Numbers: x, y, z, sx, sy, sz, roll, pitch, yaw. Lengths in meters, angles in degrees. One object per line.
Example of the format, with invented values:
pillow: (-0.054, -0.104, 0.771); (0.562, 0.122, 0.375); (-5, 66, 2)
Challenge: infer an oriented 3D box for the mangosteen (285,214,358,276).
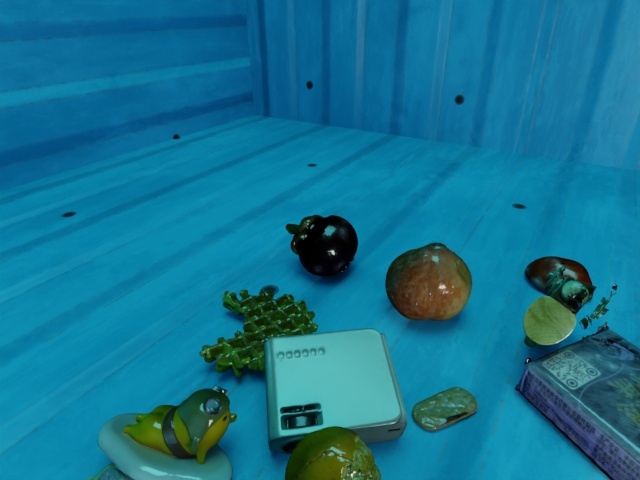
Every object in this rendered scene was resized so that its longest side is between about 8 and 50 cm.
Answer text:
mangosteen: (0.000, 0.000, 1.328); (0.230, 0.194, 0.194); (37, 38, 8)

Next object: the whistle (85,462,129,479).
whistle: (-0.271, 0.420, 0.699); (0.258, 0.067, 0.126); (12, 27, 16)

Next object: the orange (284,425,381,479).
orange: (0.020, 0.374, 0.697); (0.157, 0.156, 0.134); (-1, -2, -1)

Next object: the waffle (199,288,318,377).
waffle: (-0.138, 0.221, 1.068); (0.260, 0.069, 0.293); (6, 29, 3)

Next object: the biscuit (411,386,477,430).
biscuit: (0.253, 0.339, 0.891); (0.147, 0.018, 0.071); (-14, 29, -22)

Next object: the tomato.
tomato: (0.691, 0.096, 1.268); (0.174, 0.082, 0.166); (11, 31, 15)

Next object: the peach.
peach: (0.279, 0.096, 1.126); (0.233, 0.232, 0.232); (0, 28, 0)

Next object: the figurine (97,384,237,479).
figurine: (-0.252, 0.311, 0.757); (0.250, 0.141, 0.166); (16, 8, 4)

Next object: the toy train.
toy train: (0.526, 0.163, 0.948); (0.126, 0.189, 0.307); (30, 2, 29)

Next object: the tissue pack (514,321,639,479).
tissue pack: (0.592, 0.330, 0.807); (0.259, 0.122, 0.361); (-14, 33, -20)

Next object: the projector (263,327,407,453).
projector: (0.019, 0.290, 0.853); (0.251, 0.108, 0.198); (-4, 47, -8)
